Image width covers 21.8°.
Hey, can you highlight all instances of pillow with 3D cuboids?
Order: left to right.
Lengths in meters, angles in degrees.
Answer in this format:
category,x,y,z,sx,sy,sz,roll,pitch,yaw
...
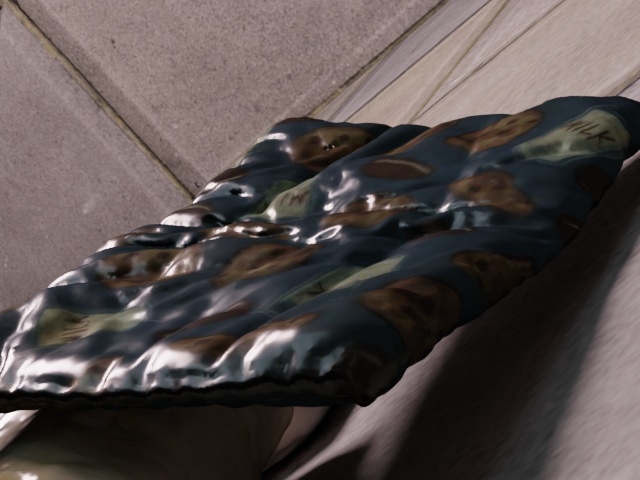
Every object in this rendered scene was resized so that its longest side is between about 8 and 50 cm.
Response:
category,x,y,z,sx,sy,sz,roll,pitch,yaw
pillow,0.001,0.001,0.590,0.189,0.034,0.255,-2,20,34

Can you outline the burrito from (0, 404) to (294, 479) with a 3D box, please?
category,x,y,z,sx,sy,sz,roll,pitch,yaw
burrito,-0.097,0.119,0.525,0.143,0.105,0.299,-36,7,21

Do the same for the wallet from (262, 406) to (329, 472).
category,x,y,z,sx,sy,sz,roll,pitch,yaw
wallet,-0.009,0.052,0.741,0.095,0.033,0.190,-40,6,34
